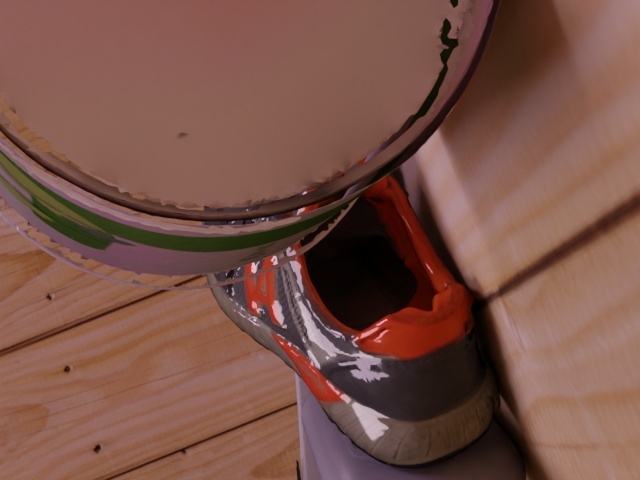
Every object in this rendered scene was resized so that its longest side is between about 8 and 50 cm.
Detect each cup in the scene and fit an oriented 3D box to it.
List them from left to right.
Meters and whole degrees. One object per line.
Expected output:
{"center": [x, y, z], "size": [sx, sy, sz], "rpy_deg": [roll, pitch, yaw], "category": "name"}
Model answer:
{"center": [-0.053, -0.097, 0.447], "size": [0.274, 0.253, 0.253], "rpy_deg": [-177, 66, -78], "category": "cup"}

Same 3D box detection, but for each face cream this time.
{"center": [0.073, 0.164, 0.756], "size": [0.291, 0.144, 0.071], "rpy_deg": [-127, 26, -72], "category": "face cream"}

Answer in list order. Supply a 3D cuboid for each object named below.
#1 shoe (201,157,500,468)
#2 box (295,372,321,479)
{"center": [0.000, 0.000, 0.759], "size": [0.336, 0.132, 0.171], "rpy_deg": [47, 153, 44], "category": "shoe"}
{"center": [0.046, 0.175, 1.047], "size": [0.200, 0.106, 0.299], "rpy_deg": [72, -170, -45], "category": "box"}
